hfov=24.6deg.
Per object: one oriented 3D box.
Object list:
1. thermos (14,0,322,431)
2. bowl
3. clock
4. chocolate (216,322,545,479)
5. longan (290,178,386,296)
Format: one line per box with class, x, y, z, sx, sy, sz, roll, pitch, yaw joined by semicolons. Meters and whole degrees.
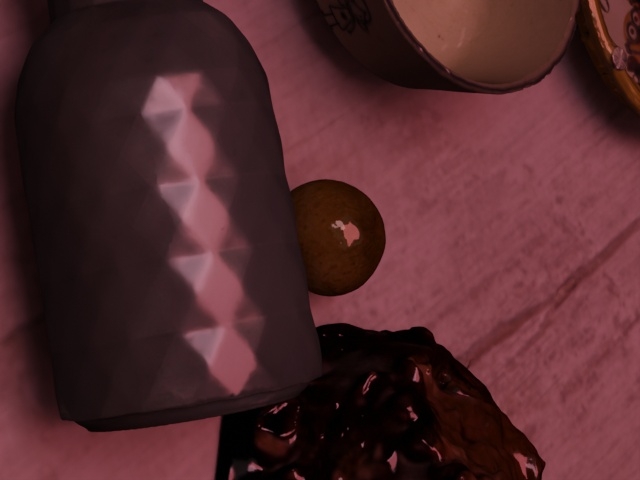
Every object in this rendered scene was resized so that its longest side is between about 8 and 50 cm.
thermos;-0.086;-0.047;0.810;0.182;0.145;0.286;0;80;-73
bowl;0.067;-0.191;0.977;0.211;0.112;0.211;9;77;-41
clock;0.266;-0.193;1.191;0.237;0.057;0.237;10;75;-42
chocolate;0.079;0.147;0.893;0.224;0.177;0.206;18;72;-40
longan;0.000;0.000;0.926;0.083;0.075;0.075;-19;98;0
